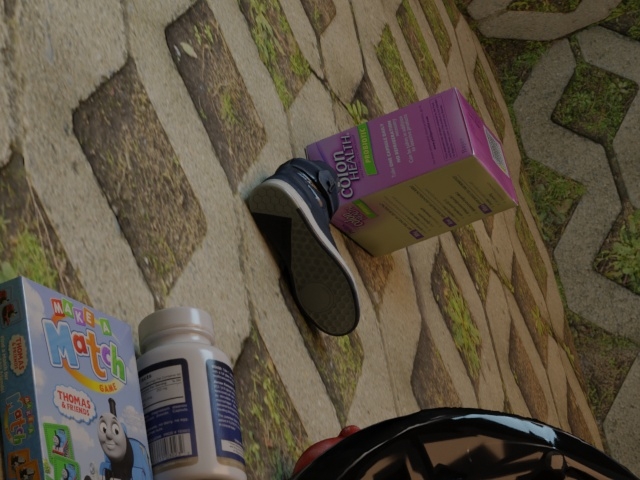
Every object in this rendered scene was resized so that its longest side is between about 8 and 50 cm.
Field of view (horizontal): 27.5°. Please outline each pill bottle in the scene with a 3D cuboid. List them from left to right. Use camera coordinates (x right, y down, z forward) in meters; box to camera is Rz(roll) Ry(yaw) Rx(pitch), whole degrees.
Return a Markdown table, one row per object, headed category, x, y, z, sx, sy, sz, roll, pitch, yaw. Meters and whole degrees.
| category | x | y | z | sx | sy | sz | roll | pitch | yaw |
| --- | --- | --- | --- | --- | --- | --- | --- | --- | --- |
| pill bottle | -0.121 | 0.149 | 1.162 | 0.094 | 0.094 | 0.169 | 42 | 32 | -54 |

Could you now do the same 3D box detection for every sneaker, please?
| category | x | y | z | sx | sy | sz | roll | pitch | yaw |
| --- | --- | --- | --- | --- | --- | --- | --- | --- | --- |
| sneaker | 0.001 | -0.001 | 1.691 | 0.226 | 0.086 | 0.163 | 64 | 21 | -14 |

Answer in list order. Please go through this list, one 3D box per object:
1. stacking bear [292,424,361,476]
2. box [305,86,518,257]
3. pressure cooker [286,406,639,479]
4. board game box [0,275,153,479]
| category | x | y | z | sx | sy | sz | roll | pitch | yaw |
| --- | --- | --- | --- | --- | --- | --- | --- | --- | --- |
| stacking bear | 0.048 | 0.335 | 1.358 | 0.164 | 0.175 | 0.289 | 13 | 41 | -32 |
| box | 0.138 | -0.095 | 1.932 | 0.213 | 0.243 | 0.117 | 36 | 37 | -59 |
| pressure cooker | 0.038 | 0.340 | 0.917 | 0.375 | 0.420 | 0.370 | 0 | 63 | -27 |
| board game box | -0.194 | 0.149 | 1.042 | 0.160 | 0.039 | 0.211 | 35 | 37 | -59 |
